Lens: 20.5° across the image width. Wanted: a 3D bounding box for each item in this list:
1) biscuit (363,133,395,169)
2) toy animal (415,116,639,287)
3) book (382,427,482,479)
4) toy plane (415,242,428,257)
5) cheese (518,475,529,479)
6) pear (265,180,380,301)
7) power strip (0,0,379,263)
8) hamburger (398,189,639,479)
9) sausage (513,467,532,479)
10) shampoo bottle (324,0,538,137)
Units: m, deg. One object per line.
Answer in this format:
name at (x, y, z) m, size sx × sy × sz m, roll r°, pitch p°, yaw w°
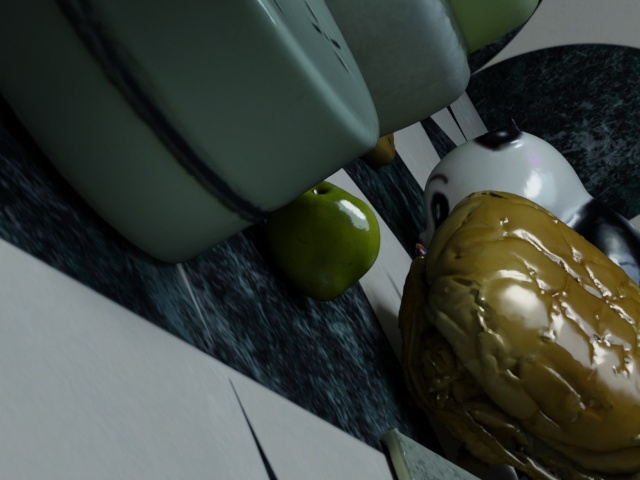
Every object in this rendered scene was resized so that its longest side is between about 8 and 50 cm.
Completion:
biscuit at (-0.008, -0.245, 2.134) m, size 0.359 × 0.046 × 0.359 m, roll 54°, pitch 11°, yaw -15°
toy animal at (0.248, 0.017, 2.067) m, size 0.310 × 0.251 × 0.251 m, roll 62°, pitch 11°, yaw 12°
book at (0.158, 0.293, 1.328) m, size 0.217 × 0.021 × 0.310 m, roll 35°, pitch 22°, yaw -35°
toy plane at (0.129, 0.089, 1.779) m, size 0.189 × 0.061 × 0.130 m, roll 59°, pitch 11°, yaw 23°
cheese at (0.208, 0.287, 1.603) m, size 0.127 × 0.050 × 0.255 m, roll 55°, pitch 11°, yaw -15°
pear at (0.000, 0.000, 1.398) m, size 0.092 × 0.092 × 0.097 m, roll -99°, pitch -163°, yaw -63°
power strip at (-0.108, -0.159, 1.144) m, size 0.357 × 0.161 × 0.357 m, roll 56°, pitch 10°, yaw -15°
hamburger at (0.209, 0.105, 1.628) m, size 0.319 × 0.158 × 0.318 m, roll 30°, pitch 32°, yaw -21°
sausage at (0.287, 0.314, 1.734) m, size 0.328 × 0.112 × 0.112 m, roll 64°, pitch 12°, yaw 18°
shampoo bottle at (-0.004, -0.234, 1.447) m, size 0.322 × 0.317 × 0.322 m, roll 62°, pitch 1°, yaw -2°
